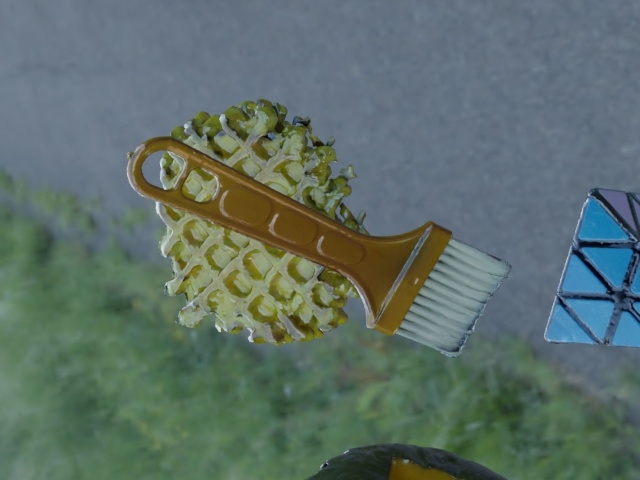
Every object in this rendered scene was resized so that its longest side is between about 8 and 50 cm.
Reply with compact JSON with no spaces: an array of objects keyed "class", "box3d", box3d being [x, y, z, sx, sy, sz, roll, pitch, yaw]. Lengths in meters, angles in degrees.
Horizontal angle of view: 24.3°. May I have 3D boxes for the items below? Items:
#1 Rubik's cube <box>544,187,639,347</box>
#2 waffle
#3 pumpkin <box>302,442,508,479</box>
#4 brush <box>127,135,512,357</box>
[{"class":"Rubik's cube","box3d":[0.308,-0.013,1.468,0.178,0.211,0.190,54,-132,-38]},{"class":"waffle","box3d":[-0.042,-0.012,1.143,0.197,0.070,0.193,-6,103,38]},{"class":"pumpkin","box3d":[0.088,0.316,1.319,0.320,0.321,0.192,-120,40,-51]},{"class":"brush","box3d":[0.000,0.000,1.011,0.090,0.314,0.017,-60,34,9]}]
